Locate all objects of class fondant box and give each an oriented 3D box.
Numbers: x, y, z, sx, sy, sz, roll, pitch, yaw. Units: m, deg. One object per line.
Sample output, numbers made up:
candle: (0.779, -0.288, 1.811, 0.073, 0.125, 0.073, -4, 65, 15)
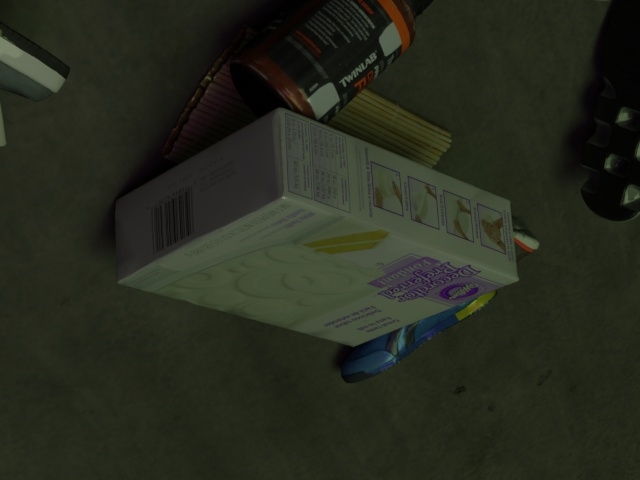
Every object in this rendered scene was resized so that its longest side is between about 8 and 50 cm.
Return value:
fondant box: (0.000, 0.000, 1.402, 0.330, 0.096, 0.238, 17, 149, -42)

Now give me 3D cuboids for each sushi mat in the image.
sushi mat: (-0.006, -0.100, 1.460, 0.317, 0.019, 0.151, 21, 109, -42)

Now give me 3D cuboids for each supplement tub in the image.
supplement tub: (0.017, -0.190, 1.335, 0.198, 0.106, 0.106, -43, 136, -15)

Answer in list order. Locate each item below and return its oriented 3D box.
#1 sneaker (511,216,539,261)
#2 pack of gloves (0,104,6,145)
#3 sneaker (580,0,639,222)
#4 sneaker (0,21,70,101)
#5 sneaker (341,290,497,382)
sneaker: (0.190, -0.001, 1.640, 0.158, 0.061, 0.065, 24, 113, -42)
pack of gloves: (-0.353, -0.149, 1.168, 0.195, 0.046, 0.232, -14, 129, -25)
sneaker: (0.394, -0.189, 1.615, 0.146, 0.122, 0.330, -18, 132, -46)
sneaker: (-0.353, -0.122, 1.085, 0.296, 0.124, 0.178, 22, 95, -27)
sneaker: (0.100, 0.084, 1.649, 0.209, 0.069, 0.082, -35, 97, 8)
